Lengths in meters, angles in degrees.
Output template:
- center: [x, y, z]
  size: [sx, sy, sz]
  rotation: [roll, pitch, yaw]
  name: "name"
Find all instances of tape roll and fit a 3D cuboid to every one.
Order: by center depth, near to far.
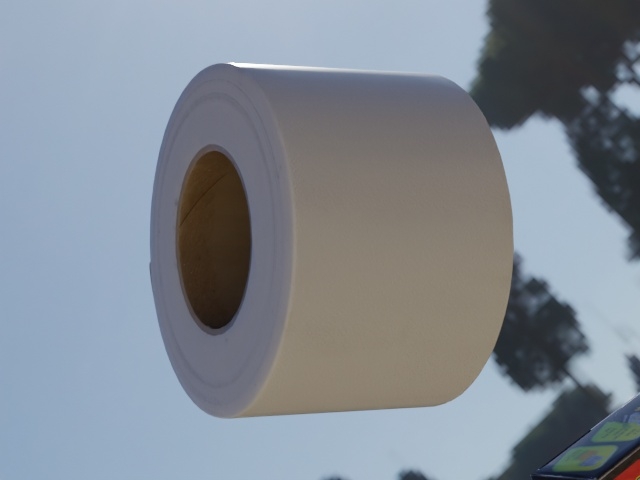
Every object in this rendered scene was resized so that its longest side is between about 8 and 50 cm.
- center: [0.000, 0.000, 1.217]
  size: [0.169, 0.246, 0.246]
  rotation: [0, -39, -28]
  name: "tape roll"

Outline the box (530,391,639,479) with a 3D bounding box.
- center: [0.185, 0.109, 0.785]
  size: [0.207, 0.114, 0.036]
  rotation: [-28, 17, -39]
  name: "box"
